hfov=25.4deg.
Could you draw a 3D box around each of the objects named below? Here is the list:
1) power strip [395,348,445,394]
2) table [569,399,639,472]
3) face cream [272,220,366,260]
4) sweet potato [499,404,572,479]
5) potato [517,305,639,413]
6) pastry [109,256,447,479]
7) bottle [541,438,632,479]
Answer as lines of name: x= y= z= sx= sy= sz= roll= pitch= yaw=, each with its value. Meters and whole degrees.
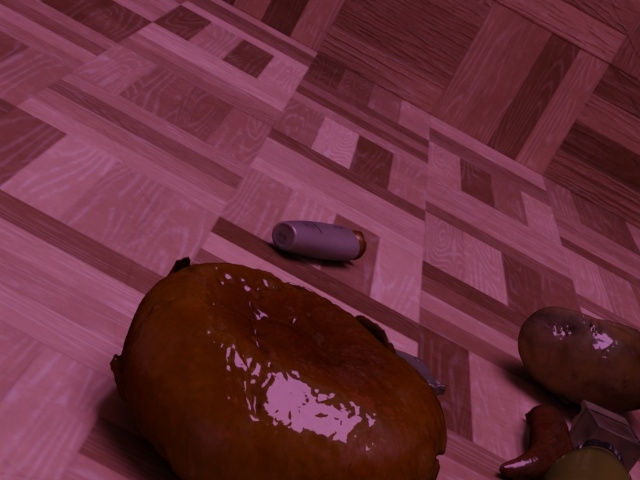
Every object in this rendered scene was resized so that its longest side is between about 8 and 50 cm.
power strip: x=0.019 y=0.138 z=1.741 sx=0.286 sy=0.048 sz=0.080 roll=23 pitch=15 yaw=-19
table: x=0.381 y=0.271 z=1.925 sx=0.079 sy=0.062 sz=0.083 roll=25 pitch=17 yaw=-14
face cream: x=0.000 y=0.000 z=2.120 sx=0.072 sy=0.051 sz=0.182 roll=36 pitch=16 yaw=34
sweet potato: x=0.286 y=0.259 z=1.820 sx=0.078 sy=0.058 sz=0.255 roll=16 pitch=16 yaw=13
potato: x=0.417 y=0.185 z=2.118 sx=0.296 sy=0.141 sz=0.191 roll=12 pitch=7 yaw=-44
pastry: x=-0.038 y=0.153 z=1.399 sx=0.356 sy=0.164 sz=0.356 roll=29 pitch=17 yaw=-10
bottle: x=0.306 y=0.297 z=1.630 sx=0.112 sy=0.112 sz=0.260 roll=32 pitch=17 yaw=9
